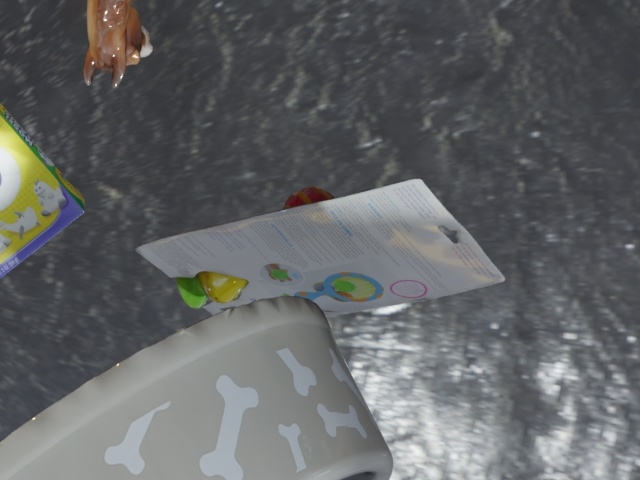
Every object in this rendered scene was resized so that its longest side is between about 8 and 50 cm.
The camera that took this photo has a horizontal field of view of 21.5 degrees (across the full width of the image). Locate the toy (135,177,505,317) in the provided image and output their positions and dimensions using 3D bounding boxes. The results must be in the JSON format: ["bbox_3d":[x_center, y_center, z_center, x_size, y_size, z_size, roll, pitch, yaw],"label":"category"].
[{"bbox_3d":[0.000,0.000,1.233,0.137,0.237,0.056,45,39,-44],"label":"toy"}]

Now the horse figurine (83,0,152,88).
[{"bbox_3d":[-0.054,-0.217,0.824,0.066,0.174,0.263,27,112,5],"label":"horse figurine"}]

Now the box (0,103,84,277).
[{"bbox_3d":[-0.299,-0.065,1.455,0.105,0.043,0.179,-38,108,4],"label":"box"}]

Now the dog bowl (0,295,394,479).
[{"bbox_3d":[-0.106,0.181,0.946,0.349,0.349,0.102,-35,73,-15],"label":"dog bowl"}]
